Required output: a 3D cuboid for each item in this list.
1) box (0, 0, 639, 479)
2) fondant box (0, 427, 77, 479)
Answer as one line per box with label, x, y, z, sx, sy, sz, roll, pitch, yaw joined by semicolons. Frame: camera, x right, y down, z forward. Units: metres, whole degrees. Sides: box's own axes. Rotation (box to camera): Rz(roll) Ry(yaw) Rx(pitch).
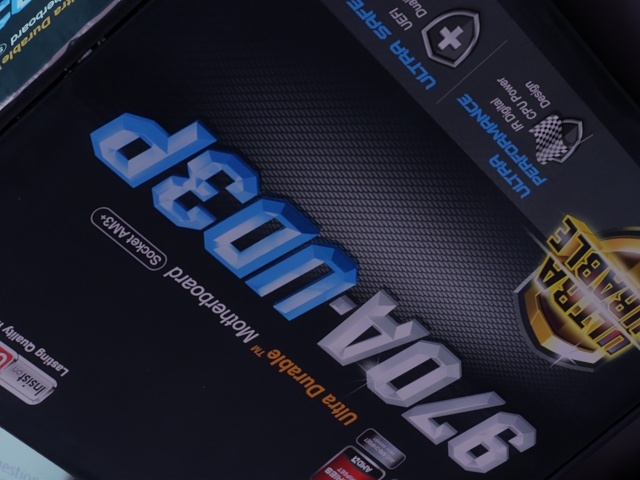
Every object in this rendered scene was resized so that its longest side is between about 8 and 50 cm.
box;0.000;0.000;0.498;0.175;0.051;0.220;-40;129;8
fondant box;-0.117;-0.113;0.537;0.238;0.096;0.330;26;114;3
